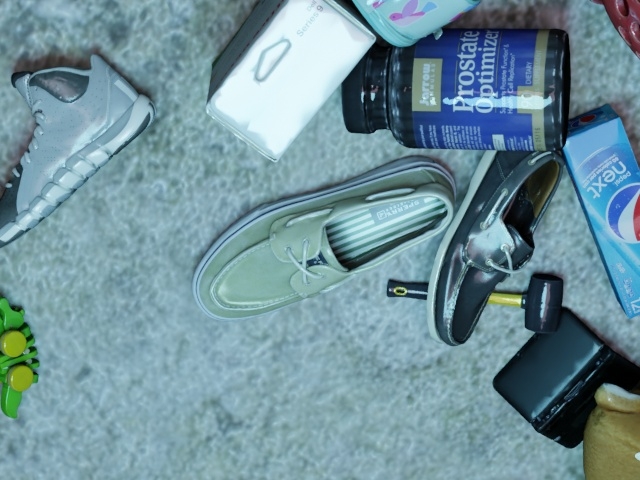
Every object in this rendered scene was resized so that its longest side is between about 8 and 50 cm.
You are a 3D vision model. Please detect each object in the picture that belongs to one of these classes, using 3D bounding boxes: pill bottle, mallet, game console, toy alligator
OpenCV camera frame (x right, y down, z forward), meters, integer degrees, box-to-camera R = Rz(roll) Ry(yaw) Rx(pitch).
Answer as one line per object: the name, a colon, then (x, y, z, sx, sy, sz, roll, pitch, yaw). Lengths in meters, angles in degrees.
pill bottle: (0.136, -0.151, 1.568, 0.219, 0.123, 0.123, 2, 107, 12)
mallet: (0.166, 0.070, 1.689, 0.189, 0.039, 0.062, -2, 100, 4)
game console: (0.272, 0.152, 1.725, 0.107, 0.071, 0.122, 30, 107, -40)
toy alligator: (-0.334, 0.097, 1.685, 0.051, 0.056, 0.190, -21, 109, -39)

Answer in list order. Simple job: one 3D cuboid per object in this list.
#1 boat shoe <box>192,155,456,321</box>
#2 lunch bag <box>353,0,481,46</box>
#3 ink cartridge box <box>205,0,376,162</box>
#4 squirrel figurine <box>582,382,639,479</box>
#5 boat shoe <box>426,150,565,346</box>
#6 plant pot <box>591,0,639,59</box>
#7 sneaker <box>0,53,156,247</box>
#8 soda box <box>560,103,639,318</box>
boat shoe: (0.000, 0.000, 1.634, 0.302, 0.094, 0.109, -27, 105, 7)
lunch bag: (0.051, -0.319, 1.479, 0.108, 0.224, 0.279, -33, 102, 21)
ink cartridge box: (-0.031, -0.182, 1.519, 0.093, 0.212, 0.154, 37, 103, -11)
squirrel figurine: (0.445, 0.249, 1.568, 0.370, 0.397, 0.281, 8, 116, 10)
boat shoe: (0.178, 0.005, 1.617, 0.084, 0.079, 0.233, 19, 96, -51)
plant pot: (0.347, -0.254, 1.477, 0.191, 0.191, 0.174, -51, 60, 12)
sneaker: (-0.291, -0.104, 1.615, 0.228, 0.086, 0.132, -41, 98, 0)
soda box: (0.311, -0.030, 1.640, 0.067, 0.071, 0.210, -22, 105, 6)
